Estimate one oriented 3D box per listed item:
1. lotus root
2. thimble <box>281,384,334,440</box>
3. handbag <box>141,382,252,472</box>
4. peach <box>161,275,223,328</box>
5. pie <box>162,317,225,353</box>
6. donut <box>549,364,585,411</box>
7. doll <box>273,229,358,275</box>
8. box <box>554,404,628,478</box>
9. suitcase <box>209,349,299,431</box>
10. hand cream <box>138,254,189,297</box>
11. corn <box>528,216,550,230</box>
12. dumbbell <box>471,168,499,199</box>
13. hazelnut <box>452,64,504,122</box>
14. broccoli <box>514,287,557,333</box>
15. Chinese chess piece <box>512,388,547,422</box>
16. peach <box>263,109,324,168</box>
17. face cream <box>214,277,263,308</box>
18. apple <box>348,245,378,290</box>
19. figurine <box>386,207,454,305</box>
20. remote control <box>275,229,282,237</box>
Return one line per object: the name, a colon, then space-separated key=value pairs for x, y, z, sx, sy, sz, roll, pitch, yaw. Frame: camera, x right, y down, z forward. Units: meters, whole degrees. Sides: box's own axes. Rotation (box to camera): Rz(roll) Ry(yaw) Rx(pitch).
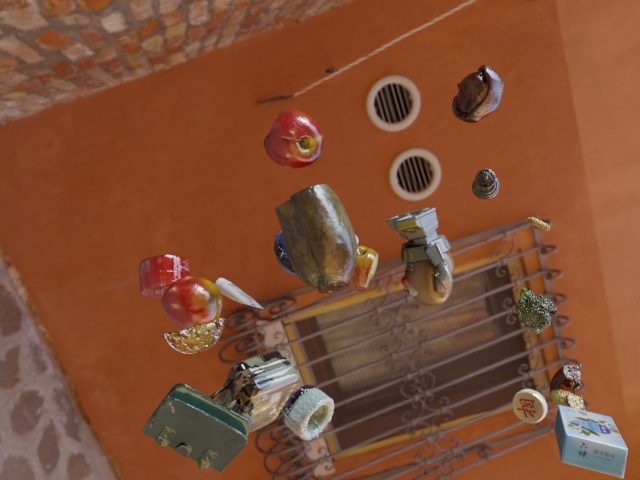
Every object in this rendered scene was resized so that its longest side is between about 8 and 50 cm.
lotus root: x=0.000 y=0.000 z=1.732 sx=0.250 sy=0.250 sz=0.347 roll=73 pitch=-1 yaw=-77
thimble: x=-0.059 y=0.784 z=2.351 sx=0.150 sy=0.237 sz=0.238 roll=25 pitch=-33 yaw=37
handbag: x=-0.420 y=0.653 z=1.773 sx=0.326 sy=0.239 sz=0.089 roll=32 pitch=22 yaw=-13
peach: x=-0.429 y=0.213 z=1.736 sx=0.190 sy=0.192 sz=0.191 roll=11 pitch=90 yaw=-87
pie: x=-0.369 y=0.292 z=1.554 sx=0.088 sy=0.190 sz=0.033 roll=69 pitch=-25 yaw=19
donut: x=1.007 y=0.623 z=2.121 sx=0.141 sy=0.085 sz=0.217 roll=119 pitch=-12 yaw=-47
doll: x=-0.032 y=0.041 z=2.048 sx=0.284 sy=0.309 sz=0.240 roll=-69 pitch=-177 yaw=-56
box: x=0.718 y=0.532 z=1.386 sx=0.232 sy=0.142 sz=0.083 roll=-8 pitch=106 yaw=-69
suitcase: x=-0.272 y=0.610 z=1.982 sx=0.194 sy=0.339 sz=0.352 roll=48 pitch=-53 yaw=31
hand cream: x=-0.597 y=0.139 z=1.978 sx=0.193 sy=0.192 sz=0.126 roll=73 pitch=6 yaw=-73
corn: x=0.756 y=-0.057 z=1.790 sx=0.083 sy=0.027 sz=0.028 roll=28 pitch=-16 yaw=-1
dumbbell: x=0.654 y=-0.231 z=2.045 sx=0.110 sy=0.110 sz=0.254 roll=71 pitch=15 yaw=12
hazelnut: x=0.567 y=-0.523 z=1.871 sx=0.160 sy=0.201 sz=0.170 roll=39 pitch=21 yaw=-17
broccoli: x=0.658 y=0.203 z=1.614 sx=0.122 sy=0.118 sz=0.204 roll=32 pitch=18 yaw=0
Chinese chess piece: x=0.769 y=0.609 z=1.899 sx=0.051 sy=0.122 sz=0.122 roll=0 pitch=67 yaw=-52
peach: x=-0.096 y=-0.328 z=1.671 sx=0.226 sy=0.195 sz=0.190 roll=33 pitch=-42 yaw=55
face cream: x=-0.327 y=0.212 z=2.020 sx=0.243 sy=0.058 sz=0.092 roll=23 pitch=0 yaw=42
apple: x=0.171 y=0.121 z=2.246 sx=0.195 sy=0.160 sz=0.174 roll=-47 pitch=134 yaw=-52
figurine: x=0.308 y=0.055 z=1.528 sx=0.342 sy=0.166 sz=0.285 roll=-39 pitch=111 yaw=-71
remote control: x=-0.168 y=-0.036 z=2.341 sx=0.039 sy=0.096 sz=0.014 roll=47 pitch=20 yaw=6
